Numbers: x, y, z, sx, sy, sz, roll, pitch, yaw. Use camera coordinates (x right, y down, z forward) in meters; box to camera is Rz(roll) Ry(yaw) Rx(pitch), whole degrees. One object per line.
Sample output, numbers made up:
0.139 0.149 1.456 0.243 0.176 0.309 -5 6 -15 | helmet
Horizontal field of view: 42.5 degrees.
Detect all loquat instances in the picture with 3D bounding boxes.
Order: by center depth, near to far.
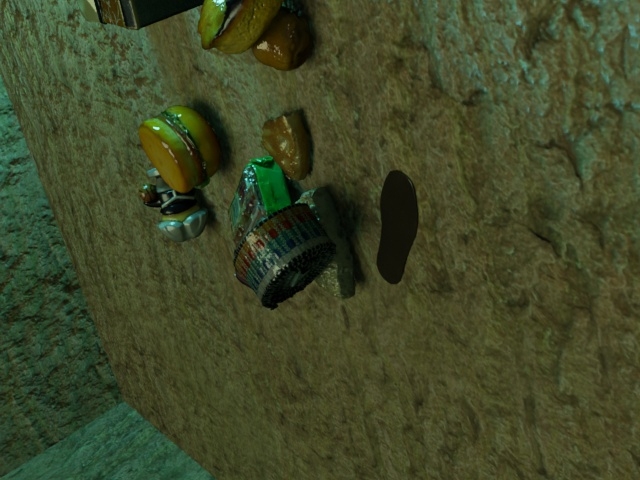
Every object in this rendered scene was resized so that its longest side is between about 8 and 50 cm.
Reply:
-0.082 -0.427 1.740 0.137 0.113 0.137 9 118 17 | loquat

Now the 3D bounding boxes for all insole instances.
0.167 -0.020 1.826 0.111 0.007 0.327 40 144 31 | insole

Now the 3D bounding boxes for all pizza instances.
-0.085 -0.231 1.963 0.161 0.062 0.182 11 130 43 | pizza

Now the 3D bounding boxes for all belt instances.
-0.091 0.028 1.894 0.160 0.207 0.295 54 162 13 | belt

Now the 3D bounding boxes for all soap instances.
-0.167 -0.081 2.126 0.273 0.098 0.217 122 136 -55 | soap

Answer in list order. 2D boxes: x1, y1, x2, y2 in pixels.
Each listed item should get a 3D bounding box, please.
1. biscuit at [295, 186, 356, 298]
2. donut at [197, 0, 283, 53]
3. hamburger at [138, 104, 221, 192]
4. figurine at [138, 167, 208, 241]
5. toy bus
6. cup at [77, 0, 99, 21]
0.000 0.000 2.010 0.179 0.084 0.281 10 119 56 | biscuit
-0.167 -0.498 1.689 0.118 0.253 0.253 29 165 -32 | donut
-0.369 -0.257 2.237 0.246 0.170 0.246 45 159 23 | hamburger
-0.439 -0.109 2.466 0.133 0.176 0.236 -130 21 -77 | figurine
-0.359 -0.580 1.845 0.167 0.275 0.138 24 135 40 | toy bus
-0.543 -0.683 2.116 0.255 0.173 0.202 22 135 46 | cup
